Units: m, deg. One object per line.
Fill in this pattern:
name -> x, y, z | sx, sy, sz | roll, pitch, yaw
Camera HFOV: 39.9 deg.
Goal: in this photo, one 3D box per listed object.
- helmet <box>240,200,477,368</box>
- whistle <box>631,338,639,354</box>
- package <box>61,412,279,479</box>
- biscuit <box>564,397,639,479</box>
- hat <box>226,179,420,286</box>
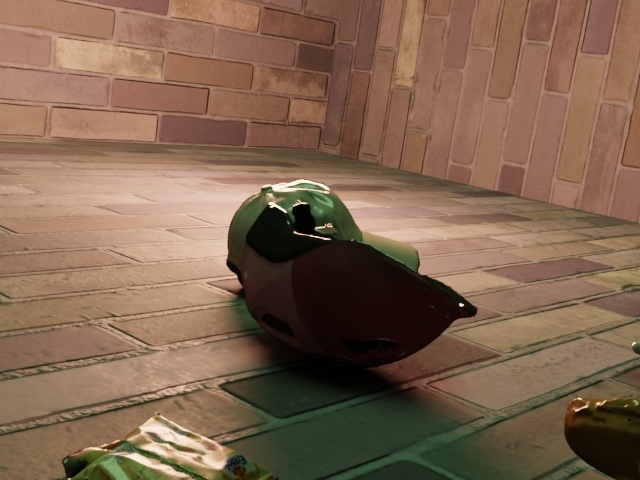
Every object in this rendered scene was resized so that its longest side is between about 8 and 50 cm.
helmet -> 0.019, 0.062, 0.941 | 0.253, 0.154, 0.198 | 37, 5, 31
whistle -> 0.441, 0.142, 0.980 | 0.102, 0.106, 0.253 | -34, 16, -1
package -> -0.102, 0.164, 0.618 | 0.120, 0.031, 0.108 | 18, 14, 20
biscuit -> 0.305, 0.178, 0.516 | 0.339, 0.047, 0.216 | 22, -23, 6
hat -> 0.007, 0.004, 1.219 | 0.275, 0.161, 0.232 | 8, 14, -20
